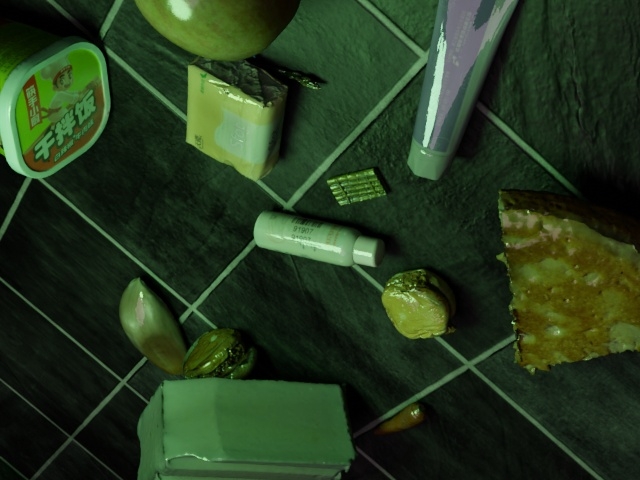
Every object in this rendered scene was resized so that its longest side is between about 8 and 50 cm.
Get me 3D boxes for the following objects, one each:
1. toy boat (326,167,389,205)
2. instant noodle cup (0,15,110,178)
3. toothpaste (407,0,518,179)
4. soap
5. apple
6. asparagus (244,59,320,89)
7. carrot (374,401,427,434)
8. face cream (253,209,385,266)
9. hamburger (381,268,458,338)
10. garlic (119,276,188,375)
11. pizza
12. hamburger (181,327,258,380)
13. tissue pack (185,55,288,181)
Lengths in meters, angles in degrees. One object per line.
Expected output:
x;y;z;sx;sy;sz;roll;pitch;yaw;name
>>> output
0.070;-0.102;1.826;0.115;0.016;0.063;-11;119;40;toy boat
-0.629;-0.314;1.942;0.308;0.294;0.294;26;138;22;instant noodle cup
0.216;-0.264;1.545;0.125;0.080;0.371;24;132;15;toothpaste
-0.179;0.462;2.208;0.435;0.213;0.350;6;150;-18;soap
-0.161;-0.412;1.533;0.257;0.257;0.234;-8;137;38;apple
-0.099;-0.310;1.750;0.233;0.022;0.023;20;91;21;asparagus
0.177;0.415;2.201;0.048;0.048;0.216;41;143;-5;carrot
0.000;0.000;1.917;0.269;0.082;0.082;11;132;25;face cream
0.198;0.126;1.897;0.138;0.083;0.147;-9;119;43;hamburger
-0.419;0.222;2.395;0.143;0.112;0.318;2;139;29;garlic
0.435;0.090;1.673;0.440;0.130;0.406;27;139;-4;pizza
-0.240;0.291;2.280;0.185;0.177;0.113;-34;113;19;hamburger
-0.159;-0.232;1.795;0.186;0.090;0.222;31;144;11;tissue pack
